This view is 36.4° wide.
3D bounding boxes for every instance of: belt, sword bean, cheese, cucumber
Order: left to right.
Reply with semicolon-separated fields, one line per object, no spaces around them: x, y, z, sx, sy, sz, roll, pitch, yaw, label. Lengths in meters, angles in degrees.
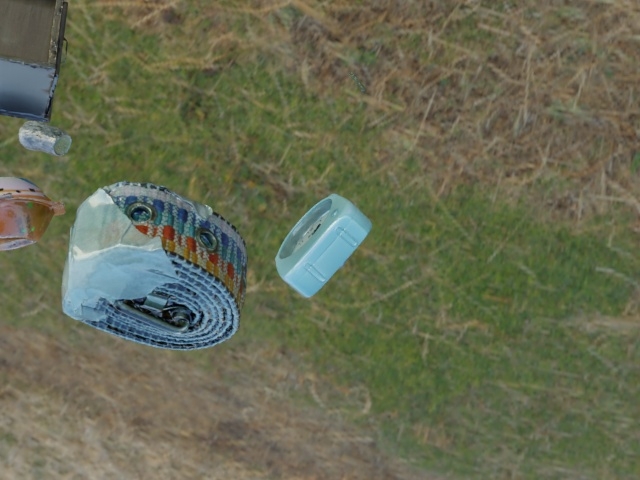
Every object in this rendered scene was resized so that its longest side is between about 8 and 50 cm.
-0.668;-0.047;1.908;0.329;0.129;0.217;-6;167;-10;cheese
-0.572;-0.213;2.032;0.112;0.064;0.064;14;137;26;cucumber
-0.219;0.039;1.306;0.257;0.150;0.207;28;133;-28;belt
0.068;-0.293;1.797;0.012;0.012;0.083;4;170;20;sword bean

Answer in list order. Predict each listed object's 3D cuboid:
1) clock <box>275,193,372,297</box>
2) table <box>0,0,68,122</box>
0.000;0.000;2.186;0.094;0.274;0.223;41;94;-14;clock
-0.522;-0.328;1.660;0.172;0.169;0.193;8;157;-18;table
